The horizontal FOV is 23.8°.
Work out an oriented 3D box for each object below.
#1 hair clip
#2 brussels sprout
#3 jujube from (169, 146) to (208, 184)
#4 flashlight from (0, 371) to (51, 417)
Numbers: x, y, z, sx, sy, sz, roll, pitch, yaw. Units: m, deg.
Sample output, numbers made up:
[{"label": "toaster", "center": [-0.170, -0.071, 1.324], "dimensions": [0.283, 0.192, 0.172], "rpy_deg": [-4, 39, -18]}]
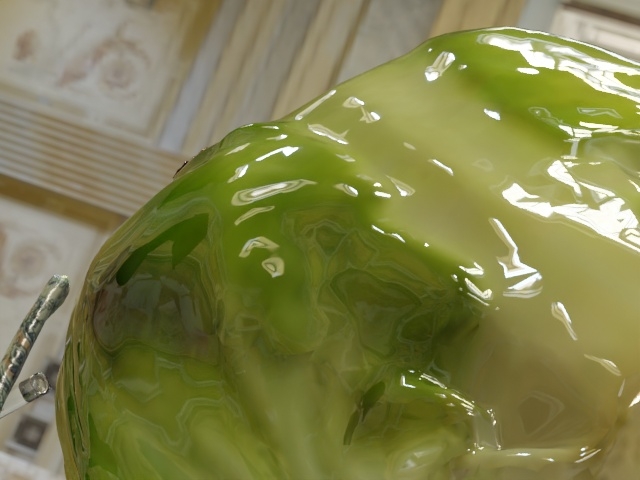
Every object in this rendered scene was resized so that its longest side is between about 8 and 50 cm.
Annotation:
[{"label": "hair clip", "center": [-0.223, 0.132, 1.069], "dimensions": [0.066, 0.036, 0.229], "rpy_deg": [150, 135, -76]}, {"label": "brussels sprout", "center": [0.053, 0.079, 0.566], "dimensions": [0.371, 0.276, 0.315], "rpy_deg": [-35, 65, 62]}, {"label": "jujube", "center": [0.000, 0.000, 1.129], "dimensions": [0.183, 0.243, 0.183], "rpy_deg": [-7, -90, -86]}, {"label": "flashlight", "center": [-0.242, 0.125, 1.182], "dimensions": [0.083, 0.018, 0.018], "rpy_deg": [-28, -3, 36]}]
